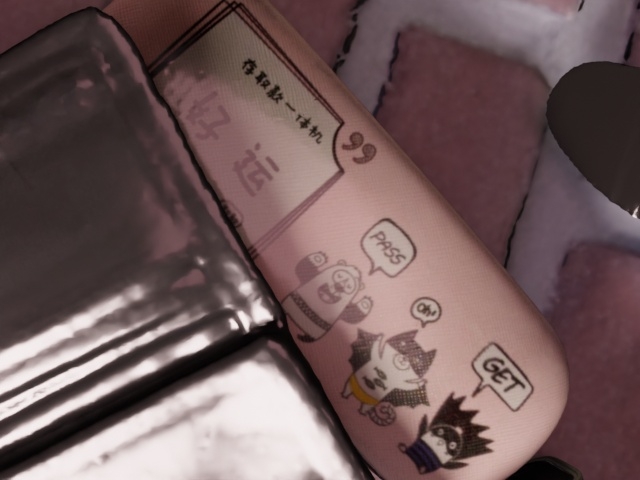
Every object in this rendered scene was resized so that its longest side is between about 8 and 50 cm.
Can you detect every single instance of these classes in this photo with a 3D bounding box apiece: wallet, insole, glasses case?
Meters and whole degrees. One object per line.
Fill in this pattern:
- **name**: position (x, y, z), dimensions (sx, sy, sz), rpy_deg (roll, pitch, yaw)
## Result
- **wallet**: position (-0.127, 0.081, 0.821), dimensions (0.247, 0.041, 0.323), rpy_deg (-27, 96, 13)
- **insole**: position (0.212, -0.016, 0.838), dimensions (0.232, 0.003, 0.080), rpy_deg (37, 124, 15)
- **glasses case**: position (0.000, 0.000, 0.852), dimensions (0.122, 0.075, 0.314), rpy_deg (-42, 98, -6)

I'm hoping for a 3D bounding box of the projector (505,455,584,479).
- **projector**: position (0.109, 0.169, 0.873), dimensions (0.083, 0.083, 0.082), rpy_deg (-27, 96, -8)
